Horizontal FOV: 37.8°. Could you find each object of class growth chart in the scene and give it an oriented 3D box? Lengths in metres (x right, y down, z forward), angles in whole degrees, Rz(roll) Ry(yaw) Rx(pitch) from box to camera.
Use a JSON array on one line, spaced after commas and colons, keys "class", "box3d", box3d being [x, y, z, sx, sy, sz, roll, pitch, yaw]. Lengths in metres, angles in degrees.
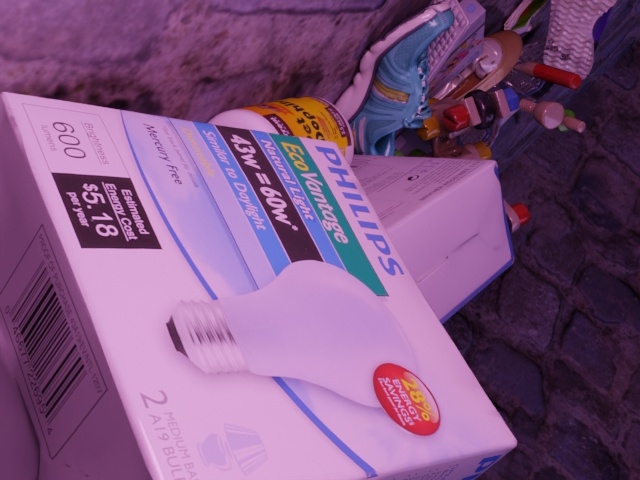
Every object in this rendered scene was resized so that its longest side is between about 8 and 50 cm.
[{"class": "growth chart", "box3d": [0.384, -0.424, 1.580, 0.172, 0.021, 0.237, -34, 167, -42]}]

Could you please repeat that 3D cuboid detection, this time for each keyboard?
[{"class": "keyboard", "box3d": [0.123, -0.232, 1.272, 0.014, 0.072, 0.256, -13, 154, -34]}]

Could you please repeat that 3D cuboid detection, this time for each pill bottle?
[{"class": "pill bottle", "box3d": [-0.059, -0.094, 1.039, 0.117, 0.117, 0.215, -49, 168, 31]}]

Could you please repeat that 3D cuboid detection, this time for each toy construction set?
[{"class": "toy construction set", "box3d": [0.234, -0.164, 1.467, 0.309, 0.257, 0.237, -44, -147, -3]}]

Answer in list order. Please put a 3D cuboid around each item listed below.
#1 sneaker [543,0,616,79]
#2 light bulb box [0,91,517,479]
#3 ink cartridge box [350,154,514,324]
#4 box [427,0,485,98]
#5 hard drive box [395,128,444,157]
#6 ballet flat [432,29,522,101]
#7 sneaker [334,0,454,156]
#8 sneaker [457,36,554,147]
[{"class": "sneaker", "box3d": [0.432, -0.408, 1.521, 0.293, 0.102, 0.146, 94, 17, -59]}, {"class": "light bulb box", "box3d": [-0.092, 0.097, 0.778, 0.361, 0.358, 0.225, 2, 140, -46]}, {"class": "ink cartridge box", "box3d": [0.000, 0.000, 1.178, 0.395, 0.151, 0.270, 9, -151, 41]}, {"class": "box", "box3d": [0.179, -0.274, 1.394, 0.145, 0.038, 0.186, -42, 170, 1]}, {"class": "hard drive box", "box3d": [0.167, -0.123, 1.806, 0.181, 0.089, 0.232, -46, 169, 16]}, {"class": "ballet flat", "box3d": [0.239, -0.269, 1.528, 0.232, 0.080, 0.073, -42, 158, -1]}, {"class": "sneaker", "box3d": [0.109, -0.203, 1.227, 0.107, 0.110, 0.275, -34, 166, -36]}, {"class": "sneaker", "box3d": [0.371, -0.300, 1.876, 0.297, 0.111, 0.129, -44, -174, 29]}]
